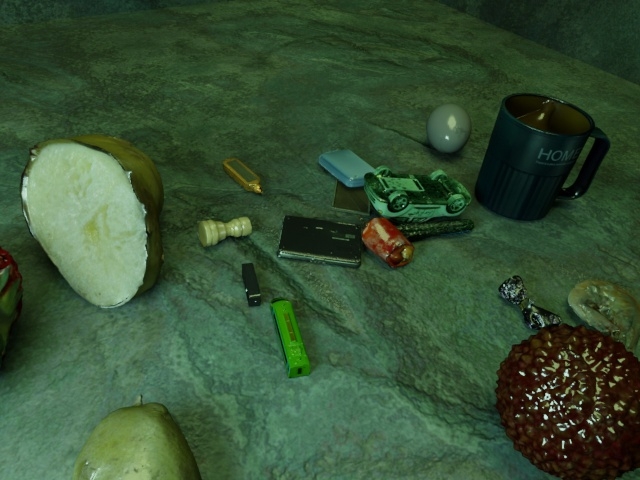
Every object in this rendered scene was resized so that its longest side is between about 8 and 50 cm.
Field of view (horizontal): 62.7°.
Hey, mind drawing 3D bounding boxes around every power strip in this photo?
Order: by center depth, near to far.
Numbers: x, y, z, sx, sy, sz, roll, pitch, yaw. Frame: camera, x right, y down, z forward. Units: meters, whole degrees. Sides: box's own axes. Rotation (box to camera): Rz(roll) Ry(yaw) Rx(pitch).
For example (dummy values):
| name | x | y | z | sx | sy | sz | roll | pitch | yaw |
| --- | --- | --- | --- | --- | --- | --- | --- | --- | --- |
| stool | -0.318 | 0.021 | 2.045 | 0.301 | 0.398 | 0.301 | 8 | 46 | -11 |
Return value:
| name | x | y | z | sx | sy | sz | roll | pitch | yaw |
| --- | --- | --- | --- | --- | --- | --- | --- | --- | --- |
| power strip | -0.155 | 0.098 | 1.169 | 0.030 | 0.037 | 0.111 | -6 | 41 | -15 |
| power strip | -0.217 | -0.181 | 1.494 | 0.049 | 0.028 | 0.178 | -24 | 49 | -33 |

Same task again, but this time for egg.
| name | x | y | z | sx | sy | sz | roll | pitch | yaw |
| --- | --- | --- | --- | --- | --- | --- | --- | --- | --- |
| egg | 0.423 | -0.369 | 1.734 | 0.147 | 0.146 | 0.198 | 12 | 48 | 5 |

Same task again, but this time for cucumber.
| name | x | y | z | sx | sy | sz | roll | pitch | yaw |
| --- | --- | --- | --- | --- | --- | --- | --- | --- | --- |
| cucumber | 0.300 | -0.029 | 1.393 | 0.257 | 0.043 | 0.044 | -6 | 47 | -17 |

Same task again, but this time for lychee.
| name | x | y | z | sx | sy | sz | roll | pitch | yaw |
| --- | --- | --- | --- | --- | --- | --- | --- | --- | --- |
| lychee | 0.434 | 0.274 | 0.901 | 0.265 | 0.300 | 0.264 | -8 | 70 | 24 |

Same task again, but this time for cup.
| name | x | y | z | sx | sy | sz | roll | pitch | yaw |
| --- | --- | --- | --- | --- | --- | --- | --- | --- | --- |
| cup | 0.612 | -0.237 | 1.499 | 0.308 | 0.292 | 0.242 | -16 | 46 | -28 |

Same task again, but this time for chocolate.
| name | x | y | z | sx | sy | sz | roll | pitch | yaw |
| --- | --- | --- | --- | --- | --- | --- | --- | --- | --- |
| chocolate | 0.477 | 0.147 | 1.200 | 0.072 | 0.070 | 0.147 | -35 | 50 | -5 |

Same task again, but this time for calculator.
| name | x | y | z | sx | sy | sz | roll | pitch | yaw |
| --- | --- | --- | --- | --- | --- | --- | --- | --- | --- |
| calculator | 0.084 | -0.218 | 1.571 | 0.121 | 0.039 | 0.210 | -17 | 43 | -30 |

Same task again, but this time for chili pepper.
| name | x | y | z | sx | sy | sz | roll | pitch | yaw |
| --- | --- | --- | --- | --- | --- | --- | --- | --- | --- |
| chili pepper | 0.147 | -0.013 | 1.319 | 0.086 | 0.084 | 0.192 | 14 | 27 | -52 |

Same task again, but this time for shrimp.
| name | x | y | z | sx | sy | sz | roll | pitch | yaw |
| --- | --- | --- | --- | --- | --- | --- | --- | --- | --- |
| shrimp | 0.643 | 0.183 | 1.190 | 0.164 | 0.062 | 0.317 | 18 | 37 | 18 |

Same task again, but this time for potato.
| name | x | y | z | sx | sy | sz | roll | pitch | yaw |
| --- | --- | --- | --- | --- | --- | --- | --- | --- | --- |
| potato | -0.266 | 0.348 | 0.767 | 0.174 | 0.159 | 0.251 | 13 | 48 | -38 |
| potato | -0.438 | -0.075 | 1.188 | 0.397 | 0.290 | 0.296 | 42 | 19 | 9 |

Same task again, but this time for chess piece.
| name | x | y | z | sx | sy | sz | roll | pitch | yaw |
| --- | --- | --- | --- | --- | --- | --- | --- | --- | --- |
| chess piece | -0.233 | -0.027 | 1.287 | 0.122 | 0.066 | 0.066 | -14 | 45 | -31 |

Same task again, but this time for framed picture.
| name | x | y | z | sx | sy | sz | roll | pitch | yaw |
| --- | --- | --- | --- | --- | --- | --- | --- | --- | --- |
| framed picture | 0.090 | -0.125 | 1.494 | 0.109 | 0.011 | 0.149 | 9 | 40 | 2 |

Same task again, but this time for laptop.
| name | x | y | z | sx | sy | sz | roll | pitch | yaw |
| --- | --- | --- | --- | --- | --- | --- | --- | --- | --- |
| laptop | 0.000 | 0.000 | 1.318 | 0.207 | 0.026 | 0.153 | 7 | 39 | -1 |

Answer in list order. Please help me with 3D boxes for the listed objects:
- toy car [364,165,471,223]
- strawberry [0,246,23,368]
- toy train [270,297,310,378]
| name | x | y | z | sx | sy | sz | roll | pitch | yaw |
| --- | --- | --- | --- | --- | --- | --- | --- | --- | --- |
| toy car | 0.255 | -0.112 | 1.420 | 0.306 | 0.125 | 0.136 | 1 | 41 | -23 |
| strawberry | -0.679 | 0.114 | 0.878 | 0.310 | 0.291 | 0.291 | 15 | 38 | -17 |
| toy train | -0.067 | 0.182 | 1.079 | 0.044 | 0.042 | 0.209 | -5 | 42 | -16 |
